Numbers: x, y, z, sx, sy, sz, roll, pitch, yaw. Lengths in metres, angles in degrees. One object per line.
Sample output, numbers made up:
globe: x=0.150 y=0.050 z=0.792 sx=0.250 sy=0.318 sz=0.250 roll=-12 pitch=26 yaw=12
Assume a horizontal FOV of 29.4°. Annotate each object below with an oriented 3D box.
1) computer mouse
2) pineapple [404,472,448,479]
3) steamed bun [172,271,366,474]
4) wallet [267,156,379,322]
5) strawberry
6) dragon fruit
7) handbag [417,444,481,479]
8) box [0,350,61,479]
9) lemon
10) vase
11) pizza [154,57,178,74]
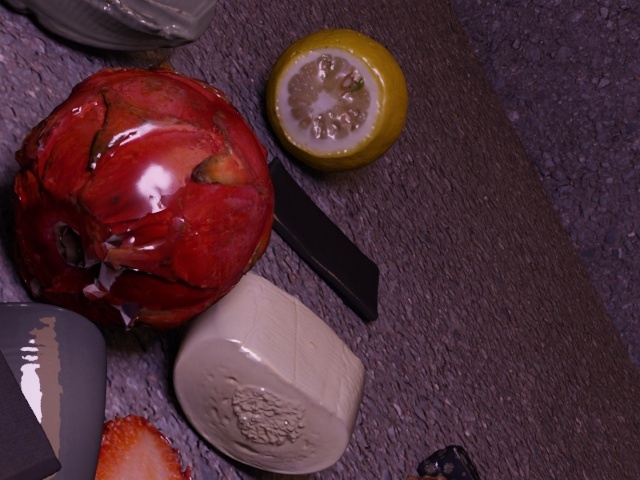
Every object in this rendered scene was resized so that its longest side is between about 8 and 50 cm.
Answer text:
computer mouse: x=-0.340 y=-0.377 z=1.649 sx=0.429 sy=0.145 sz=0.228 roll=26 pitch=46 yaw=-30
pineapple: x=0.124 y=0.401 z=1.602 sx=0.193 sy=0.166 sz=0.166 roll=-27 pitch=86 yaw=-53
steamed bun: x=-0.070 y=0.168 z=1.507 sx=0.250 sy=0.155 sz=0.200 roll=42 pitch=26 yaw=-18
wallet: x=0.001 y=-0.001 z=1.965 sx=0.285 sy=0.030 sz=0.146 roll=46 pitch=31 yaw=-22
strawberry: x=-0.185 y=0.275 z=1.260 sx=0.167 sy=0.087 sz=0.208 roll=35 pitch=13 yaw=-6
dragon fruit: x=-0.201 y=-0.047 z=1.371 sx=0.295 sy=0.295 sz=0.301 roll=57 pitch=39 yaw=-3
handbag: x=0.215 y=0.372 z=1.907 sx=0.115 sy=0.072 sz=0.139 roll=59 pitch=12 yaw=5
box: x=-0.395 y=0.160 z=0.825 sx=0.204 sy=0.251 sz=0.345 roll=61 pitch=27 yaw=5
lemon: x=0.032 y=-0.234 z=2.053 sx=0.240 sy=0.240 sz=0.219 roll=59 pitch=12 yaw=1
vase: x=-0.257 y=0.228 z=1.040 sx=0.173 sy=0.173 sz=0.321 roll=27 pitch=43 yaw=-48
pizza: x=-0.212 y=-0.171 z=1.741 sx=0.292 sy=0.058 sz=0.197 roll=13 pitch=50 yaw=-59
